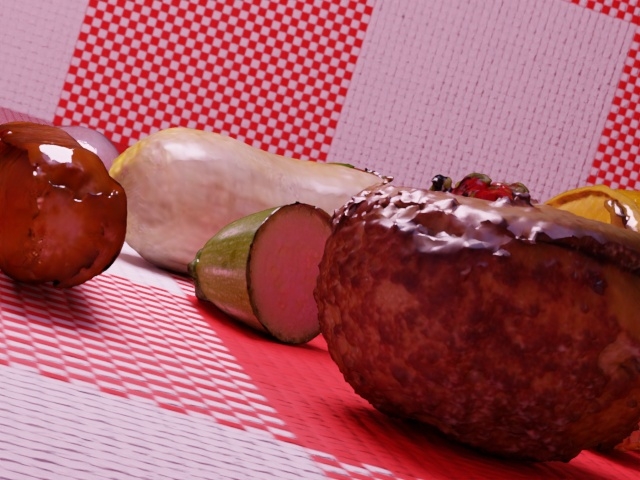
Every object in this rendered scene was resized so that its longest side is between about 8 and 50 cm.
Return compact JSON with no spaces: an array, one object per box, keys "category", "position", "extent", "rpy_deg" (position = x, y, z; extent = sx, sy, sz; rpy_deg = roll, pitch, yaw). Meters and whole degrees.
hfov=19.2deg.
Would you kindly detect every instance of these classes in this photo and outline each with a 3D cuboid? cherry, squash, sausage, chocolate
[{"category":"cherry","position":[-0.234,-0.066,1.771],"extent":[0.126,0.087,0.106],"rpy_deg":[18,-2,-39]},{"category":"squash","position":[-0.060,0.021,1.407],"extent":[0.132,0.105,0.105],"rpy_deg":[3,-7,45]},{"category":"sausage","position":[-0.188,-0.024,1.291],"extent":[0.102,0.102,0.330],"rpy_deg":[16,3,-15]},{"category":"chocolate","position":[-0.037,-0.011,1.625],"extent":[0.309,0.134,0.134],"rpy_deg":[12,5,-20]}]

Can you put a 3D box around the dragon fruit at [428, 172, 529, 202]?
[{"category":"dragon fruit","position":[0.176,-0.005,2.244],"extent":[0.167,0.160,0.172],"rpy_deg":[57,-26,-1]}]

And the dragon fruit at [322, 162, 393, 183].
[{"category":"dragon fruit","position":[0.000,0.000,1.805],"extent":[0.175,0.138,0.142],"rpy_deg":[-19,-16,-32]}]

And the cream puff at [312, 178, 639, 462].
[{"category":"cream puff","position":[0.109,0.049,1.147],"extent":[0.240,0.164,0.240],"rpy_deg":[8,-8,1]}]

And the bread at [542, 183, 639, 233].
[{"category":"bread","position":[0.244,0.051,1.476],"extent":[0.142,0.196,0.269],"rpy_deg":[7,-2,-20]}]

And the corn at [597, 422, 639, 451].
[{"category":"corn","position":[0.167,0.099,1.368],"extent":[0.072,0.072,0.203],"rpy_deg":[15,3,-37]}]
